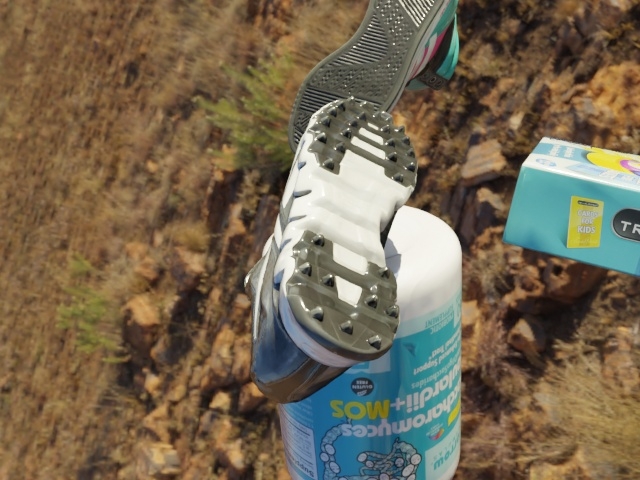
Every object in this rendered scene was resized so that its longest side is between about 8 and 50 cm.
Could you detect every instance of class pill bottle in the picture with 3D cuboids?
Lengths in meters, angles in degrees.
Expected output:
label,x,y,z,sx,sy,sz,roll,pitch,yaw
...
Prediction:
label,x,y,z,sx,sy,sz,roll,pitch,yaw
pill bottle,0.038,0.113,0.588,0.146,0.146,0.263,-139,39,-56

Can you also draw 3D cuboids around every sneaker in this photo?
label,x,y,z,sx,sy,sz,roll,pitch,yaw
sneaker,0.000,0.000,0.448,0.106,0.078,0.234,-52,17,38
sneaker,0.076,-0.206,0.917,0.124,0.178,0.295,35,92,18

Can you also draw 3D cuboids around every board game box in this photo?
label,x,y,z,sx,sy,sz,roll,pitch,yaw
board game box,0.366,-0.019,0.719,0.336,0.254,0.079,15,108,16
